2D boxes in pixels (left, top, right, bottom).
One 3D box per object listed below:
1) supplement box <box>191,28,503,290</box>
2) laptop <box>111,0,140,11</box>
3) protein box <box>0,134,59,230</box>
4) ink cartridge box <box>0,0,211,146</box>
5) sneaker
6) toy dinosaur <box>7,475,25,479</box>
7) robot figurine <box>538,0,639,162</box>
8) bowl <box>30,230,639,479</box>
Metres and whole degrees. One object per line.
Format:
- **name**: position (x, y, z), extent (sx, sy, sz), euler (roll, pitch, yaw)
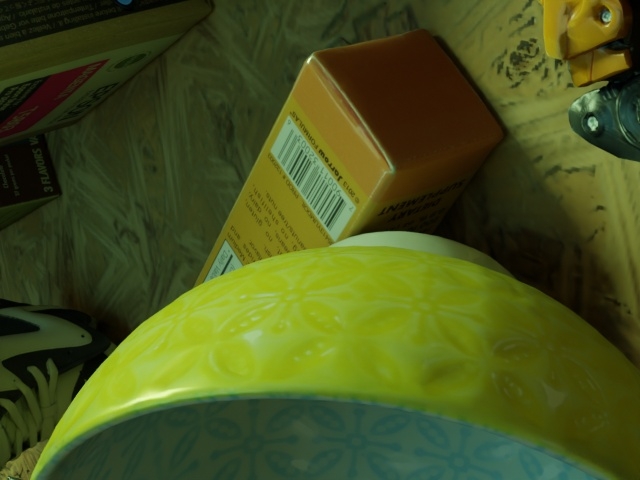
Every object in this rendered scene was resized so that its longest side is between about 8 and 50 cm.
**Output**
- **supplement box**: position (0.000, 0.000, 0.700), extent (0.080, 0.078, 0.233), euler (56, 142, 19)
- **laptop**: position (-0.242, -0.321, 0.528), extent (0.382, 0.408, 0.236), euler (36, 100, 16)
- **protein box**: position (-0.348, -0.056, 1.049), extent (0.200, 0.201, 0.136), euler (-20, 86, 55)
- **ink cartridge box**: position (-0.208, -0.119, 0.838), extent (0.235, 0.193, 0.088), euler (-26, 87, 55)
- **sneaker**: position (-0.201, 0.115, 0.941), extent (0.235, 0.153, 0.094), euler (-112, 25, -64)
- **toy dinosaur**: position (-0.194, 0.323, 1.034), extent (0.313, 0.121, 0.160), euler (44, 127, 24)
- **robot figurine**: position (0.165, -0.133, 0.412), extent (0.291, 0.085, 0.211), euler (-17, 89, 55)
- **bowl**: position (0.030, 0.090, 0.595), extent (0.289, 0.289, 0.156), euler (124, 164, -48)
